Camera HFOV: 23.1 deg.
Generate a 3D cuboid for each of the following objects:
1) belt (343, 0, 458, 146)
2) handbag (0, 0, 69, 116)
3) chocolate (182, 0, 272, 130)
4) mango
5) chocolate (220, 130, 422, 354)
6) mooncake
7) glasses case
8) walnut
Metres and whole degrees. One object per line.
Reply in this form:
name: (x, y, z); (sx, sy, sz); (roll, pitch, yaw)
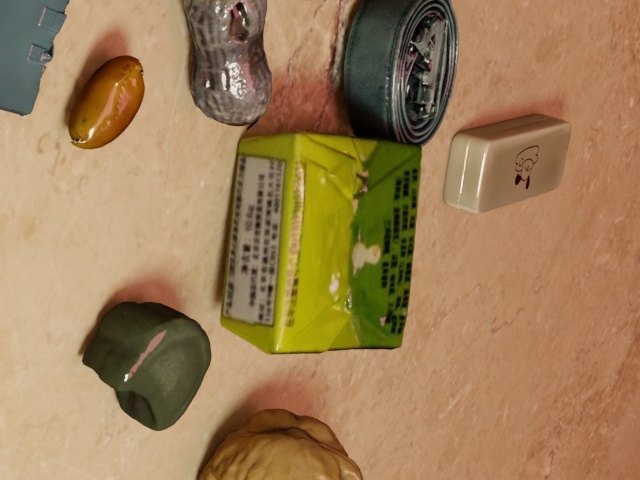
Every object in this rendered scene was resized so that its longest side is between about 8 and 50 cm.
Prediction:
belt: (0.122, -0.243, 2.283); (0.206, 0.116, 0.267); (-29, 127, -53)
handbag: (-0.323, -0.247, 1.664); (0.144, 0.057, 0.221); (18, 91, -62)
chocolate: (-0.115, -0.250, 1.933); (0.110, 0.110, 0.248); (-36, 137, -43)
mango: (-0.250, -0.159, 1.812); (0.127, 0.063, 0.077); (-58, 151, -11)
chocolate: (0.000, 0.000, 2.159); (0.289, 0.137, 0.301); (1, 95, -52)
mooncake: (-0.223, 0.160, 1.985); (0.168, 0.104, 0.175); (-37, 137, -47)
glasses case: (0.325, -0.135, 2.694); (0.313, 0.070, 0.131); (-16, 119, -53)
walnut: (-0.058, 0.376, 2.245); (0.224, 0.257, 0.257); (-80, 172, -63)
